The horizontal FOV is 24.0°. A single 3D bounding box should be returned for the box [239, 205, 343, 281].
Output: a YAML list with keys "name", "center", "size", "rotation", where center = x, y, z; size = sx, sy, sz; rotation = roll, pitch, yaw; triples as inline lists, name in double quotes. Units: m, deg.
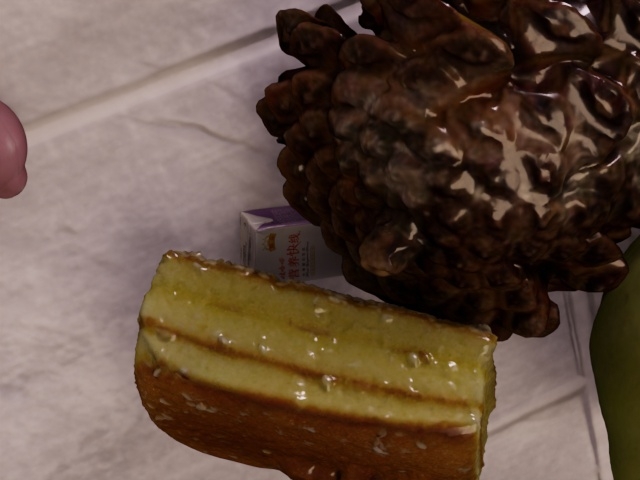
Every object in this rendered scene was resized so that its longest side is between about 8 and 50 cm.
- name: "box"
  center: [0.000, 0.000, 1.101]
  size: [0.117, 0.036, 0.050]
  rotation: [-9, 117, -20]

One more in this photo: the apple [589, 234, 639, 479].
- name: "apple"
  center: [0.367, 0.071, 1.126]
  size: [0.360, 0.311, 0.320]
  rotation: [-24, 140, 19]

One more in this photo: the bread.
- name: "bread"
  center: [0.000, 0.104, 1.017]
  size: [0.184, 0.234, 0.110]
  rotation: [79, 26, -67]

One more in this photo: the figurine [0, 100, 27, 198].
- name: "figurine"
  center: [-0.222, -0.061, 0.951]
  size: [0.083, 0.071, 0.067]
  rotation: [63, 39, -41]

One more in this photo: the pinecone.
- name: "pinecone"
  center: [0.116, -0.095, 0.982]
  size: [0.296, 0.242, 0.298]
  rotation: [-35, 124, -5]
